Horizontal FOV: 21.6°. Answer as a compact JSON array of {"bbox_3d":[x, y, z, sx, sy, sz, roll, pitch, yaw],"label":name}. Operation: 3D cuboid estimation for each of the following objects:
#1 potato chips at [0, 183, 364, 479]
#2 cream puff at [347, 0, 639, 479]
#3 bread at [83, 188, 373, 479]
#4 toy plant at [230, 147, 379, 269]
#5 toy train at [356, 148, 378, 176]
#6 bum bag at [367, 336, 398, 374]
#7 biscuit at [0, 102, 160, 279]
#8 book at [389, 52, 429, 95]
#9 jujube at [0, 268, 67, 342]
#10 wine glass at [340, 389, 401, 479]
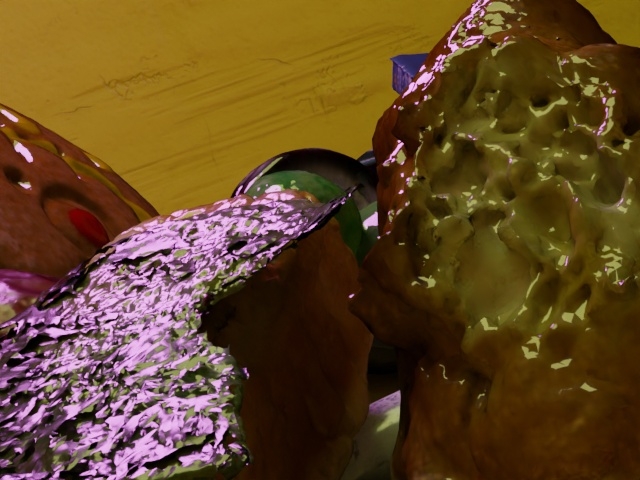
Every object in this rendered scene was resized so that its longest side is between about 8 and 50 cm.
[{"bbox_3d":[-0.074,0.042,0.714,0.202,0.029,0.220,-3,33,40],"label":"potato chips"},{"bbox_3d":[0.103,0.027,0.714,0.155,0.241,0.269,-13,24,17],"label":"cream puff"},{"bbox_3d":[-0.080,0.096,0.795,0.167,0.132,0.294,-17,23,25],"label":"bread"},{"bbox_3d":[0.000,0.000,1.505,0.218,0.175,0.235,6,-8,-26],"label":"toy plant"},{"bbox_3d":[0.125,-0.055,1.884,0.227,0.136,0.091,-19,5,28],"label":"toy train"},{"bbox_3d":[0.022,0.071,1.309,0.137,0.074,0.310,-1,4,-24],"label":"bum bag"},{"bbox_3d":[-0.238,-0.022,1.213,0.394,0.350,0.070,16,-63,-51],"label":"biscuit"},{"bbox_3d":[0.237,-0.067,1.128,0.300,0.039,0.428,-2,19,-11],"label":"book"},{"bbox_3d":[-0.154,0.110,1.005,0.255,0.190,0.190,-6,7,7],"label":"jujube"},{"bbox_3d":[0.090,0.093,0.907,0.262,0.074,0.074,-23,6,-17],"label":"wine glass"}]
